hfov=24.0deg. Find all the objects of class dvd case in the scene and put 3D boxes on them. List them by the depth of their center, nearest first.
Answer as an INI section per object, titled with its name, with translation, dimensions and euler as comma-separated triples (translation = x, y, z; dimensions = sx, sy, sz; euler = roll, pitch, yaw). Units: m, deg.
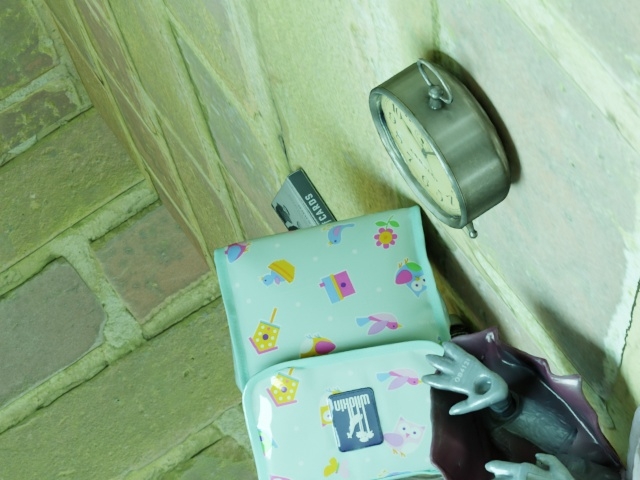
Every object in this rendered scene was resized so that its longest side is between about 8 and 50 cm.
[dvd case]
translation = 0.000, 0.000, 2.050
dimensions = 0.179, 0.029, 0.238
euler = 56, 170, 2

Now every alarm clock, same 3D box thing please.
[alarm clock]
translation = 0.094, -0.085, 1.158
dimensions = 0.129, 0.064, 0.192
euler = 53, 173, 23

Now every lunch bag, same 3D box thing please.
[lunch bag]
translation = 0.024, 0.120, 1.506
dimensions = 0.160, 0.223, 0.262
euler = 79, 180, -66

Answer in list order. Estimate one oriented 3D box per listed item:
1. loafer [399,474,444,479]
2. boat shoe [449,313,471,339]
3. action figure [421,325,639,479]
[loafer]
translation = 0.073, 0.180, 1.914
dimensions = 0.366, 0.134, 0.130
euler = 36, 154, 47
[boat shoe]
translation = 0.151, 0.171, 1.683
dimensions = 0.069, 0.081, 0.228
euler = 55, 169, 34
[action figure]
translation = 0.232, 0.222, 1.334
dimensions = 0.275, 0.248, 0.370
euler = -6, 144, 31
